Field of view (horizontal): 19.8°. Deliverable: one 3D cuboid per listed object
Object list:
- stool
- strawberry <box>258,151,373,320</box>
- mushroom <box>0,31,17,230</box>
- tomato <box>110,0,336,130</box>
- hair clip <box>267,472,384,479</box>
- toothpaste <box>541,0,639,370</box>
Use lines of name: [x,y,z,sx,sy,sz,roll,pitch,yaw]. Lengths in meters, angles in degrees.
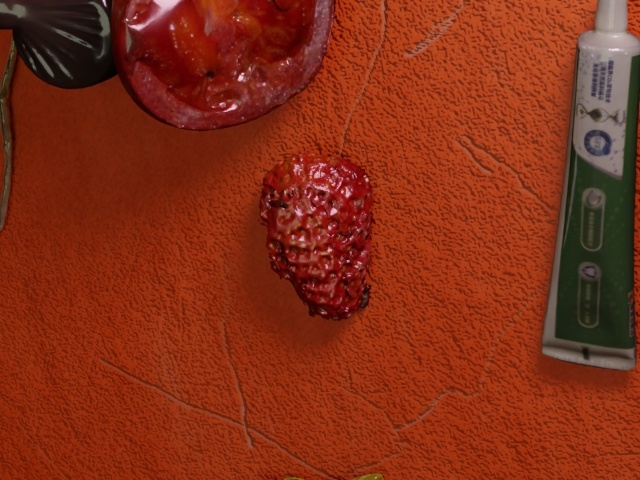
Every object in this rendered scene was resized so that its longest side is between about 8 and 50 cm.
stool: [-0.271,-0.236,1.905,0.217,0.121,0.125,22,117,12]
strawberry: [0.000,0.000,1.903,0.121,0.082,0.188,-9,102,22]
mushroom: [-0.352,-0.113,2.041,0.026,0.028,0.286,46,129,51]
tomato: [-0.109,-0.224,1.820,0.233,0.139,0.200,-25,121,-14]
hair clip: [-0.009,0.291,2.027,0.173,0.046,0.072,-14,93,25]
toothpaste: [0.274,-0.055,1.784,0.098,0.061,0.392,9,114,19]
